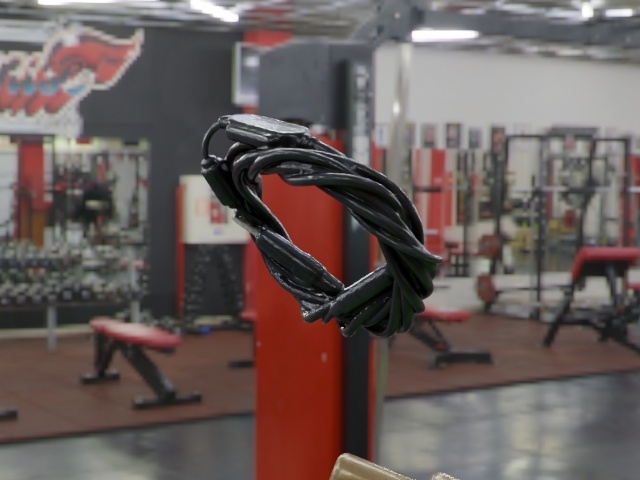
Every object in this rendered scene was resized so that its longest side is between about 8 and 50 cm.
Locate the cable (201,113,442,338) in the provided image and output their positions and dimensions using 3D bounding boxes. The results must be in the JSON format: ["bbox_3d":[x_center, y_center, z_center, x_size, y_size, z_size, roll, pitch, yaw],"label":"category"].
[{"bbox_3d":[0.000,0.000,0.718,0.047,0.151,0.184,-36,35,-29],"label":"cable"}]

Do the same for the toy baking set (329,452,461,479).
[{"bbox_3d":[0.044,0.143,0.419,0.256,0.030,0.197,24,24,9],"label":"toy baking set"}]
